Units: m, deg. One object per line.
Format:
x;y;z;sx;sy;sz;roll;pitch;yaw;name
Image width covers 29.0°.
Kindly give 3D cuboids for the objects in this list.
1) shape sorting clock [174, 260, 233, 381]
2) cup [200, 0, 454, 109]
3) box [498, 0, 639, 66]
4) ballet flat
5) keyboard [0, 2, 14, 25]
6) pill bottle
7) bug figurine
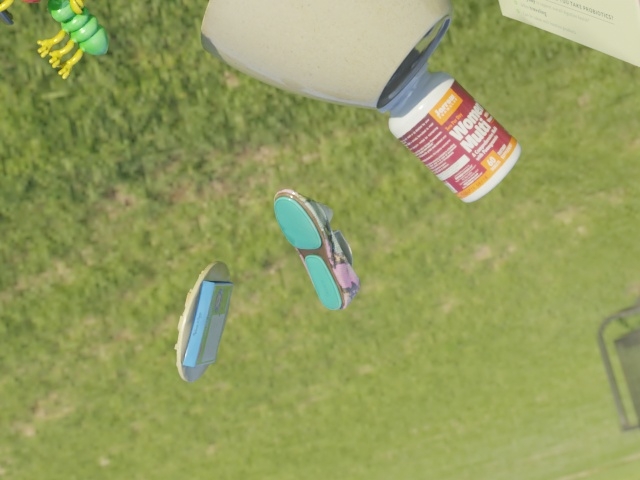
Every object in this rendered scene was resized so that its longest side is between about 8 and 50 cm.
-0.195;0.134;2.057;0.040;0.206;0.206;14;167;10;shape sorting clock
0.037;-0.313;1.653;0.331;0.237;0.331;-50;173;-9;cup
0.240;-0.304;1.088;0.117;0.213;0.243;-33;125;-15;box
0.000;0.000;1.801;0.077;0.221;0.079;2;-140;41;ballet flat
-0.452;-0.350;1.339;0.033;0.201;0.317;-45;165;-6;keyboard
0.178;-0.169;1.809;0.121;0.221;0.121;-46;-171;9;pill bottle
-0.291;-0.316;1.339;0.072;0.279;0.216;-18;136;19;bug figurine
